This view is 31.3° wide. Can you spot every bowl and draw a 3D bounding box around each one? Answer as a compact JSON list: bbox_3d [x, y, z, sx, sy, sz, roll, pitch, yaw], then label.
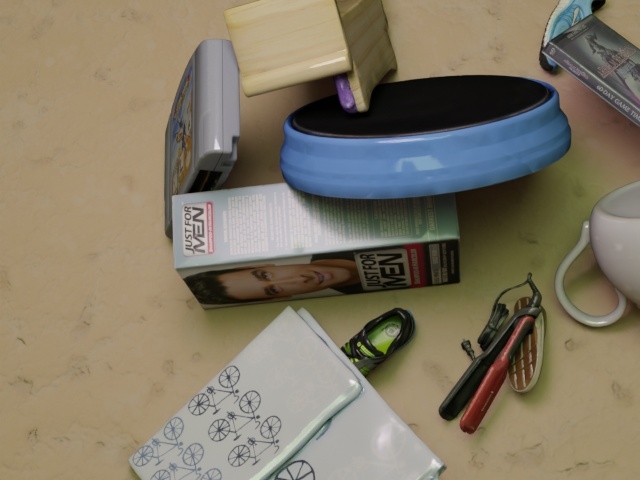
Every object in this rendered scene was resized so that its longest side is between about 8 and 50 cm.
[{"bbox_3d":[0.136,-0.150,1.531,0.391,0.391,0.077,-6,108,5],"label":"bowl"}]

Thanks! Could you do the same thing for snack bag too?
[{"bbox_3d":[-0.055,0.288,1.472,0.323,0.037,0.342,-42,51,-3],"label":"snack bag"}]

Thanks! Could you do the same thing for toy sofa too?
[{"bbox_3d":[-0.003,-0.282,1.613,0.150,0.362,0.177,-11,107,15],"label":"toy sofa"}]

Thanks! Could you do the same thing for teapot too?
[{"bbox_3d":[0.477,0.024,1.501,0.253,0.256,0.187,-22,107,-25],"label":"teapot"}]

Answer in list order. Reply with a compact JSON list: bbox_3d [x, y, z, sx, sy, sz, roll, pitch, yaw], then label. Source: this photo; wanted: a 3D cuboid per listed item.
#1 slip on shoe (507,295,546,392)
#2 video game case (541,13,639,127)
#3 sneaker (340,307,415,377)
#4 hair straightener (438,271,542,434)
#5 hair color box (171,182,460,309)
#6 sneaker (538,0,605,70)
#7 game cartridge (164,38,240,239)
[{"bbox_3d":[0.284,0.144,1.551,0.051,0.041,0.135,-19,55,38],"label":"slip on shoe"},{"bbox_3d":[0.452,-0.210,1.596,0.274,0.026,0.196,41,35,10],"label":"video game case"},{"bbox_3d":[0.052,0.156,1.558,0.188,0.078,0.067,-42,69,-8],"label":"sneaker"},{"bbox_3d":[0.222,0.142,1.541,0.089,0.047,0.230,26,87,44],"label":"hair straightener"},{"bbox_3d":[0.000,0.000,1.571,0.375,0.185,0.113,-6,69,5],"label":"hair color box"},{"bbox_3d":[0.382,-0.322,1.722,0.073,0.063,0.162,25,73,13],"label":"sneaker"},{"bbox_3d":[-0.171,-0.144,1.601,0.062,0.297,0.198,1,67,-19],"label":"game cartridge"}]
